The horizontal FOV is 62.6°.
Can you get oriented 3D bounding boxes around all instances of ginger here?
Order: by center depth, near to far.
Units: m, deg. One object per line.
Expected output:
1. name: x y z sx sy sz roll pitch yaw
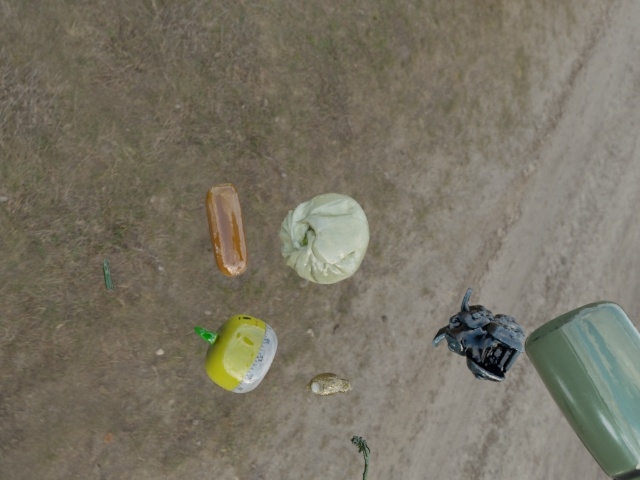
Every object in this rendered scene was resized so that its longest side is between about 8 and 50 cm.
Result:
1. ginger: 0.040 0.422 1.549 0.165 0.096 0.067 12 66 -39

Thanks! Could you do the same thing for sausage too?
1. sausage: -0.274 -0.030 1.549 0.105 0.105 0.274 -15 102 -41

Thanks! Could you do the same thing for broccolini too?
1. broccolini: 0.123 0.649 1.545 0.054 0.052 0.194 51 15 -19

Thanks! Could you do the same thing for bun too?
1. bun: 0.000 0.000 1.413 0.160 0.259 0.259 -16 93 -57

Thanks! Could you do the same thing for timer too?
1. timer: -0.313 0.365 1.804 0.285 0.285 0.285 8 77 -40

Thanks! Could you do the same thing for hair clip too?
1. hair clip: 0.434 0.253 1.412 0.194 0.206 0.310 -62 160 7

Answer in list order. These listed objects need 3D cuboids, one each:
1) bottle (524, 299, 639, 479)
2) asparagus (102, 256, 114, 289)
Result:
1. bottle: 0.467 0.271 0.792 0.168 0.168 0.347 3 53 -40
2. asparagus: -0.663 0.105 1.644 0.025 0.021 0.108 45 32 -81
